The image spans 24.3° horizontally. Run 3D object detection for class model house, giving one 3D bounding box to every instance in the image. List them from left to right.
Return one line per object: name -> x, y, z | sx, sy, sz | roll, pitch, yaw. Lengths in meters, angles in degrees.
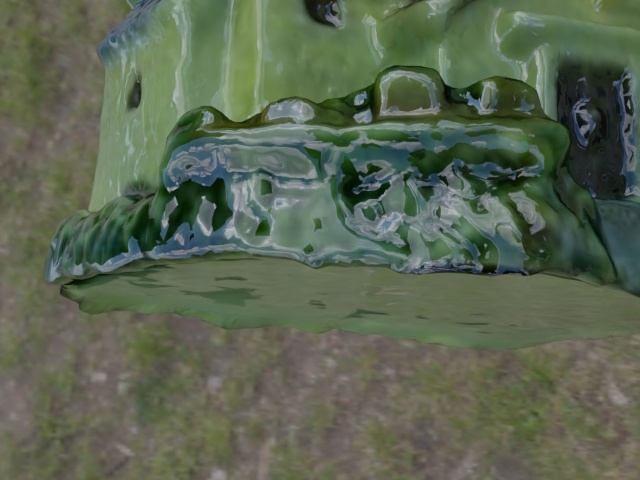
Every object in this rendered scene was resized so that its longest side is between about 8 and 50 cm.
model house -> 0.032, -0.065, 0.493 | 0.195, 0.214, 0.189 | -20, 65, 62
